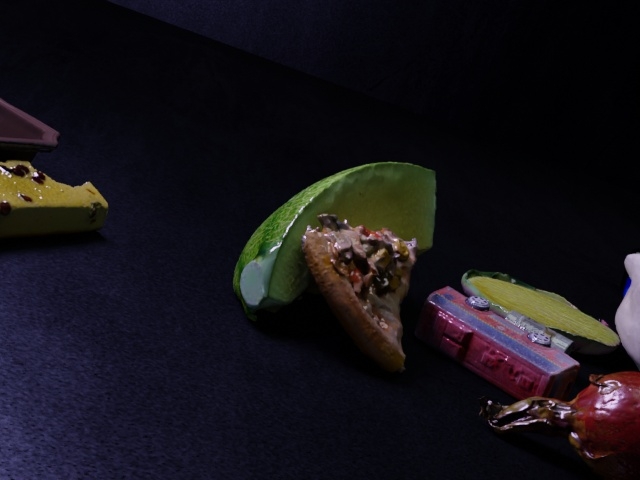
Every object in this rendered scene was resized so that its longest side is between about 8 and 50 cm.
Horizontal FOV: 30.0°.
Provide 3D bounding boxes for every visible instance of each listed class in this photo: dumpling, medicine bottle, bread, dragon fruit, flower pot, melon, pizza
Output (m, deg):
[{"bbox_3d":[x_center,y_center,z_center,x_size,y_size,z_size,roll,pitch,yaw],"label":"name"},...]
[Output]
[{"bbox_3d":[0.457,0.109,1.556,0.162,0.132,0.250,56,14,-24],"label":"dumpling"},{"bbox_3d":[0.260,0.123,1.447,0.083,0.047,0.047,27,16,21],"label":"medicine bottle"},{"bbox_3d":[-0.311,-0.043,1.214,0.088,0.049,0.226,43,21,18],"label":"bread"},{"bbox_3d":[0.293,0.099,1.609,0.228,0.034,0.228,21,13,-5],"label":"bread"},{"bbox_3d":[0.276,0.185,1.161,0.246,0.125,0.125,8,25,15],"label":"dragon fruit"},{"bbox_3d":[-0.419,-0.121,1.303,0.250,0.084,0.178,31,17,28],"label":"flower pot"},{"bbox_3d":[0.000,0.000,1.339,0.124,0.196,0.323,55,29,14],"label":"melon"},{"bbox_3d":[0.066,0.036,1.268,0.185,0.052,0.195,58,32,-6],"label":"pizza"}]

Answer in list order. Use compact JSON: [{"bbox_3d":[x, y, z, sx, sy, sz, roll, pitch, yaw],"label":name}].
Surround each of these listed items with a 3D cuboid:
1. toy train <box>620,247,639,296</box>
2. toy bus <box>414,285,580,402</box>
[{"bbox_3d":[0.559,0.083,1.941,0.131,0.083,0.204,24,13,8],"label":"toy train"},{"bbox_3d":[0.194,0.119,1.339,0.192,0.065,0.077,30,24,32],"label":"toy bus"}]
